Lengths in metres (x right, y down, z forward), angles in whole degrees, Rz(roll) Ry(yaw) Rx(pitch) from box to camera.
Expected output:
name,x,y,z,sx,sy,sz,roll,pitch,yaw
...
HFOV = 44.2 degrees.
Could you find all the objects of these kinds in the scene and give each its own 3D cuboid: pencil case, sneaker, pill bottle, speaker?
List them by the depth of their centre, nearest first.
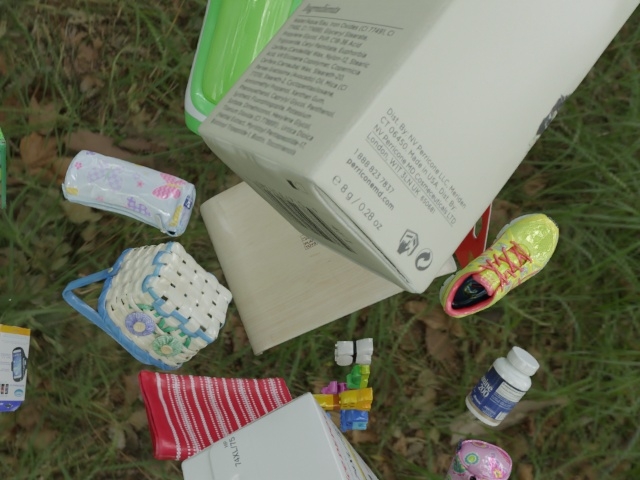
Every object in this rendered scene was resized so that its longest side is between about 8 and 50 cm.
name,x,y,z,sx,sy,sz,roll,pitch,yaw
speaker,-0.095,-0.282,1.061,0.131,0.131,0.297,10,115,-21
sneaker,0.254,0.045,1.118,0.081,0.094,0.208,47,108,5
pill bottle,0.288,0.228,1.244,0.067,0.067,0.120,27,110,-18
pencil case,0.290,0.539,1.594,0.124,0.124,0.284,4,118,-21
pencil case,-0.402,-0.099,1.675,0.273,0.113,0.124,19,74,1

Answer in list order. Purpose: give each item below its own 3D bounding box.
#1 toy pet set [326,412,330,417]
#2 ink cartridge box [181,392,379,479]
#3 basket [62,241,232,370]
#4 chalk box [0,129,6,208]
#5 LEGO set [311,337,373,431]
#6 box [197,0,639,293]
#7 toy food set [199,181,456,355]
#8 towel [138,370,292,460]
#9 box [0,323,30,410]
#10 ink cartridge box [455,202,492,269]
name,x,y,z,sx,sy,sz,roll,pitch,yaw
toy pet set,-0.038,0.380,1.436,0.122,0.065,0.114,3,77,-50
ink cartridge box,-0.018,0.377,1.015,0.197,0.198,0.270,-29,131,3
basket,-0.346,0.137,1.572,0.255,0.288,0.201,44,45,-27
chalk box,-0.593,-0.141,1.211,0.179,0.180,0.289,-17,67,-31
LEGO set,0.028,0.236,1.216,0.093,0.227,0.087,-1,58,-2
box,0.074,-0.119,0.382,0.275,0.113,0.094,-51,127,-7
toy food set,0.000,0.000,1.059,0.306,0.092,0.220,-25,79,16
towel,-0.156,0.288,1.298,0.274,0.199,0.031,8,117,-26
box,-0.511,0.208,1.282,0.028,0.081,0.136,-1,78,14
ink cartridge box,0.226,-0.092,1.385,0.066,0.261,0.296,-5,129,-5
